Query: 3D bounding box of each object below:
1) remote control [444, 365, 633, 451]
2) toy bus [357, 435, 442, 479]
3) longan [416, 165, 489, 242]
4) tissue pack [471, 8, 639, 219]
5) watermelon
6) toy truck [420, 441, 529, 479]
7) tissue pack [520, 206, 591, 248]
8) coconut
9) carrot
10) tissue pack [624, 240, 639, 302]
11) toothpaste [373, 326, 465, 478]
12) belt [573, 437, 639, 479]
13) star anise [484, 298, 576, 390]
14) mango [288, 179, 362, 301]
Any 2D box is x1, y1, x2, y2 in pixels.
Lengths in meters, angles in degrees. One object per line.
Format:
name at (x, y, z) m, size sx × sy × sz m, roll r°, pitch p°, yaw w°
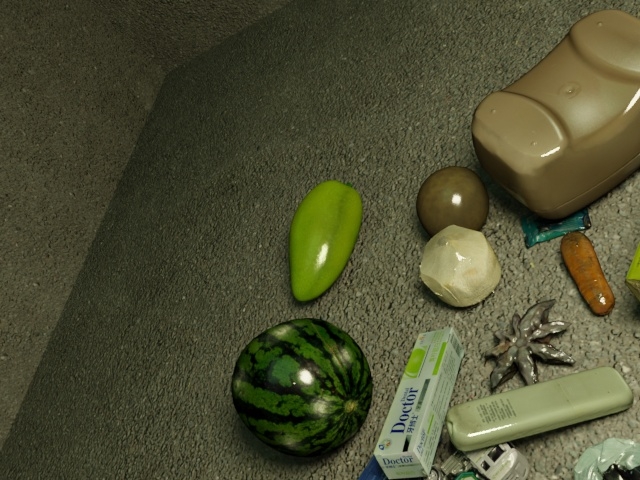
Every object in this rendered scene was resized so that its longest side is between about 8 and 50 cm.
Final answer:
remote control at (0.362, 0.277, 1.087) m, size 0.309 × 0.038 × 0.090 m, roll -16°, pitch 35°, yaw 0°
toy bus at (0.131, 0.446, 1.218) m, size 0.079 × 0.094 × 0.236 m, roll 22°, pitch 74°, yaw 51°
longan at (0.293, -0.069, 1.469) m, size 0.185 × 0.159 × 0.204 m, roll -111°, pitch 35°, yaw -69°
tissue pack at (0.515, -0.230, 1.291) m, size 0.387 × 0.277 × 0.267 m, roll -41°, pitch 47°, yaw 5°
watermelon at (-0.034, 0.301, 1.349) m, size 0.285 × 0.285 × 0.285 m, roll -26°, pitch 42°, yaw 27°
toy truck at (0.241, 0.435, 1.109) m, size 0.253 × 0.114 × 0.124 m, roll -46°, pitch 41°, yaw -1°
tissue pack at (0.487, -0.038, 1.350) m, size 0.138 × 0.028 × 0.085 m, roll -20°, pitch 45°, yaw 27°
coconut at (0.288, 0.051, 1.354) m, size 0.161 × 0.162 × 0.161 m, roll -27°, pitch 41°, yaw 26°
carrot at (0.502, 0.061, 1.223) m, size 0.060 × 0.060 × 0.186 m, roll -28°, pitch 47°, yaw 25°
tissue pack at (0.631, 0.001, 1.027) m, size 0.167 × 0.200 × 0.275 m, roll 10°, pitch 66°, yaw 51°
toothpaste at (0.193, 0.291, 1.209) m, size 0.081 × 0.067 × 0.336 m, roll -18°, pitch 21°, yaw 32°
belt at (0.471, 0.379, 0.955) m, size 0.151 × 0.078 × 0.198 m, roll -51°, pitch 36°, yaw 0°
star anise at (0.385, 0.200, 1.209) m, size 0.204 × 0.061 × 0.181 m, roll -42°, pitch 38°, yaw 8°
mango at (0.000, 0.000, 1.689) m, size 0.192 × 0.156 × 0.343 m, roll -6°, pitch 55°, yaw 43°
